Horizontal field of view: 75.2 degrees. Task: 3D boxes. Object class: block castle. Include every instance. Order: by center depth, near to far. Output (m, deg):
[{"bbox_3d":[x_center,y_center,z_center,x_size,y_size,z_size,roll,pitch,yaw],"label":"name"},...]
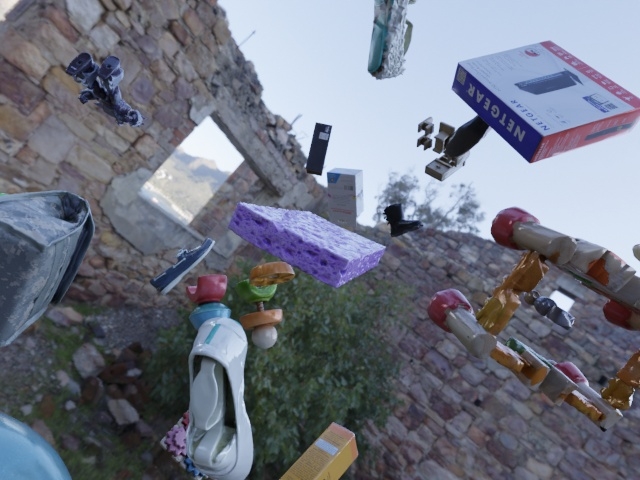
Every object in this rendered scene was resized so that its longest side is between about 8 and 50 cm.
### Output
[{"bbox_3d":[0.483,0.156,0.867,0.453,0.303,0.213,31,10,-17],"label":"block castle"}]

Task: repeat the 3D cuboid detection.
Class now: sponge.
[{"bbox_3d":[0.000,0.000,0.461,0.117,0.031,0.210,27,10,15],"label":"sponge"}]

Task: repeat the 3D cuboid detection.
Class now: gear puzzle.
[{"bbox_3d":[-0.333,0.568,1.302,0.175,0.044,0.339,47,24,0],"label":"gear puzzle"}]

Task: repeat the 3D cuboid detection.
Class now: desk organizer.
[{"bbox_3d":[-0.004,-0.243,1.115,0.047,0.130,0.050,12,-5,2],"label":"desk organizer"}]

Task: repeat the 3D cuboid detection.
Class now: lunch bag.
[{"bbox_3d":[-0.589,0.033,0.848,0.169,0.235,0.287,30,12,-14],"label":"lunch bag"}]

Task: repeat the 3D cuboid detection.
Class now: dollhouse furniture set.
[{"bbox_3d":[0.549,-0.404,1.797,0.212,0.161,0.242,38,-28,34],"label":"dollhouse furniture set"}]

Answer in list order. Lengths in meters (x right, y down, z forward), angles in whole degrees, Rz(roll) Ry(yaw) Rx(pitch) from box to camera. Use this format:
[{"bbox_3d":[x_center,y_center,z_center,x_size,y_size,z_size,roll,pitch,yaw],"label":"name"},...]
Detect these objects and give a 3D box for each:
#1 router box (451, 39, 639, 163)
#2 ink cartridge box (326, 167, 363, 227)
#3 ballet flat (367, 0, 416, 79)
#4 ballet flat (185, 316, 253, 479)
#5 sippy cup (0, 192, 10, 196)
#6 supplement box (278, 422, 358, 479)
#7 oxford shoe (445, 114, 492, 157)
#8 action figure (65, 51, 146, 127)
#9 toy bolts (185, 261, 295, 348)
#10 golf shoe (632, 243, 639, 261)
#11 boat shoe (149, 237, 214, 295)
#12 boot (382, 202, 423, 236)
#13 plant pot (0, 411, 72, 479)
[{"bbox_3d":[0.553,-0.360,1.041,0.082,0.301,0.335,89,-21,-52],"label":"router box"},{"bbox_3d":[0.083,-0.141,1.365,0.104,0.061,0.181,11,-61,28],"label":"ink cartridge box"},{"bbox_3d":[0.233,-0.713,1.301,0.147,0.408,0.147,6,17,-2],"label":"ballet flat"},{"bbox_3d":[-0.210,0.347,0.811,0.139,0.400,0.139,3,17,-1],"label":"ballet flat"},{"bbox_3d":[-0.805,0.036,1.052,0.224,0.240,0.305,22,-28,-32],"label":"sippy cup"},{"bbox_3d":[-0.013,0.537,0.961,0.080,0.233,0.078,10,-61,39],"label":"supplement box"},{"bbox_3d":[0.446,-0.308,1.179,0.076,0.212,0.076,49,7,30],"label":"oxford shoe"},{"bbox_3d":[-0.606,-0.408,1.186,0.185,0.099,0.285,17,-19,-5],"label":"action figure"},{"bbox_3d":[-0.164,0.155,0.907,0.229,0.158,0.218,0,-22,-34],"label":"toy bolts"},{"bbox_3d":[0.779,-0.058,0.861,0.115,0.306,0.140,40,-5,-39],"label":"golf shoe"},{"bbox_3d":[-0.480,0.076,1.451,0.079,0.254,0.095,46,-9,-9],"label":"boat shoe"},{"bbox_3d":[0.259,-0.072,1.315,0.121,0.099,0.045,-22,-20,36],"label":"boot"},{"bbox_3d":[-0.449,0.383,0.545,0.195,0.290,0.290,5,-14,9],"label":"plant pot"}]
